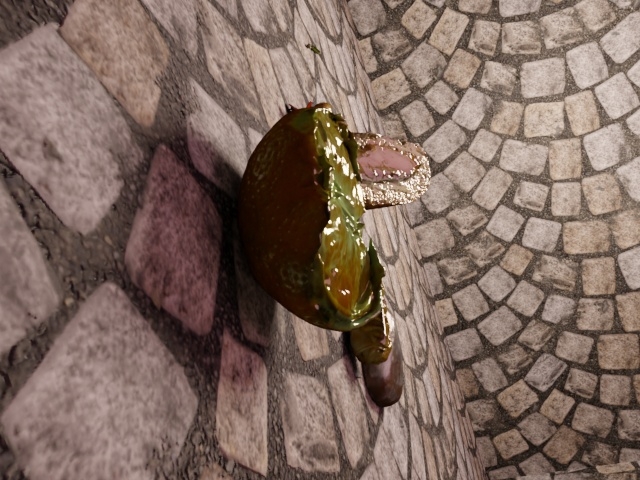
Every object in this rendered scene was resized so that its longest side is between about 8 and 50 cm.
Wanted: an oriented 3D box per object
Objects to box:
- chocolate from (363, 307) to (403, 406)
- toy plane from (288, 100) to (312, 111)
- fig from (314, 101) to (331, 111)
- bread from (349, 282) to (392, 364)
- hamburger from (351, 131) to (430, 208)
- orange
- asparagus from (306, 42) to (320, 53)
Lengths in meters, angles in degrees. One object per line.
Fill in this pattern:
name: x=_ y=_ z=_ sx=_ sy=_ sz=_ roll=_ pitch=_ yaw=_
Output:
chocolate: x=0.155 y=0.262 z=1.248 sx=0.157 sy=0.080 sz=0.253 roll=52 pitch=27 yaw=-52
toy plane: x=-0.016 y=-0.262 z=1.197 sx=0.130 sy=0.061 sz=0.189 roll=36 pitch=-1 yaw=10
fig: x=0.004 y=-0.327 z=1.386 sx=0.050 sy=0.050 sz=0.083 roll=-44 pitch=137 yaw=-72
bread: x=0.106 y=0.157 z=1.174 sx=0.098 sy=0.087 sz=0.269 roll=59 pitch=21 yaw=-44
hamburger: x=0.079 y=-0.147 z=1.197 sx=0.330 sy=0.209 sz=0.162 roll=-5 pitch=87 yaw=-37
orange: x=-0.008 y=-0.024 z=0.777 sx=0.263 sy=0.196 sz=0.334 roll=20 pitch=50 yaw=-53
asparagus: x=-0.022 y=-0.588 z=1.589 sx=0.127 sy=0.015 sz=0.018 roll=-40 pitch=111 yaw=-72
